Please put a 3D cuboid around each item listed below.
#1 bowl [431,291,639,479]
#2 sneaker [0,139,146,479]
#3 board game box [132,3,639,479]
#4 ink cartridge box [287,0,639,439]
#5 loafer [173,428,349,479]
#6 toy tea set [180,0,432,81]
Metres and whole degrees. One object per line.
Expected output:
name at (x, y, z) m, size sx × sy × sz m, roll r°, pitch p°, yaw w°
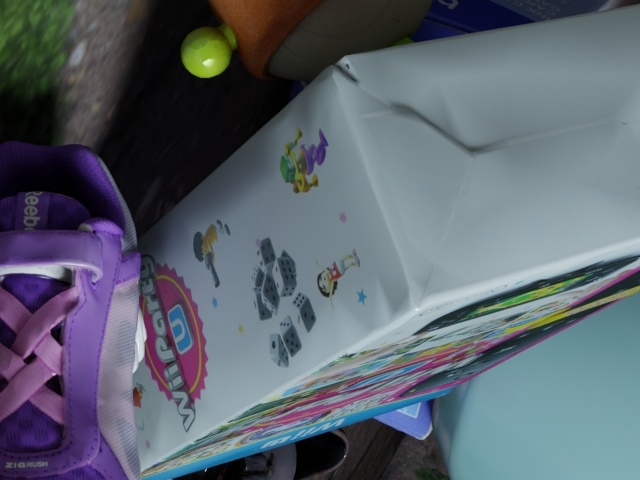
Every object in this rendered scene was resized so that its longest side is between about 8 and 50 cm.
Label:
bowl at (0.175, 0.065, 0.923) m, size 0.311 × 0.163 × 0.312 m, roll -57°, pitch 161°, yaw -31°
sneaker at (-0.103, 0.042, 0.544) m, size 0.236 × 0.095 × 0.105 m, roll -100°, pitch -163°, yaw -57°
board game box at (0.037, 0.010, 0.682) m, size 0.224 × 0.098 × 0.303 m, roll -13°, pitch 167°, yaw -32°
ink cartridge box at (0.083, -0.060, 1.019) m, size 0.395 × 0.151 × 0.270 m, roll -45°, pitch 153°, yaw -58°
loafer at (-0.043, 0.155, 1.211) m, size 0.109 × 0.095 × 0.302 m, roll -62°, pitch 169°, yaw 6°
toy tea set at (0.083, -0.173, 0.607) m, size 0.336 × 0.124 × 0.200 m, roll -40°, pitch 174°, yaw 24°
